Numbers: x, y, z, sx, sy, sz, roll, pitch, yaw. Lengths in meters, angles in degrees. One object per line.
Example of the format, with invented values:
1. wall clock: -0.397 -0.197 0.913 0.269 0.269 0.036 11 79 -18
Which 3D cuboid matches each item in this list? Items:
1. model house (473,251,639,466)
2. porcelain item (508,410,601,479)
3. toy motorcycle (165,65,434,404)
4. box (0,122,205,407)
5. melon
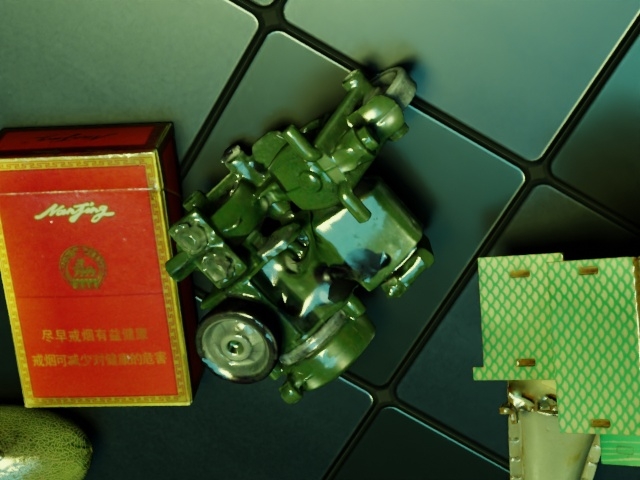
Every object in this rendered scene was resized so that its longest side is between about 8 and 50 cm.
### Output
1. model house: 0.249 0.085 1.357 0.271 0.206 0.178 -1 88 9
2. porcelain item: 0.198 0.231 1.537 0.084 0.054 0.213 7 115 8
3. toy motorcycle: 0.000 0.000 1.418 0.275 0.127 0.205 -36 106 21
4. box: -0.189 0.023 1.489 0.153 0.074 0.240 0 116 12
5. melon: -0.282 0.194 1.564 0.162 0.099 0.099 -4 114 6
